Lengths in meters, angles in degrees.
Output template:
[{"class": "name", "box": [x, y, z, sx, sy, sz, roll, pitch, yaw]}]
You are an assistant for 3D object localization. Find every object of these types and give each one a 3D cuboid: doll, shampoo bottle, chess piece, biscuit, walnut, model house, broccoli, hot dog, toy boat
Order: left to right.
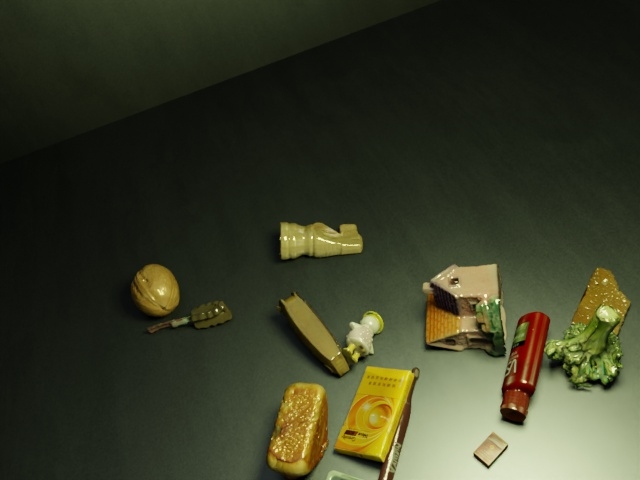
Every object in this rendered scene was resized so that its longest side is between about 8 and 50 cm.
[{"class": "walnut", "box": [-0.584, 0.178, 2.168, 0.165, 0.165, 0.197, -25, 44, -7]}, {"class": "hot dog", "box": [-0.056, 0.534, 1.699, 0.150, 0.153, 0.257, 6, 53, 15]}, {"class": "toy boat", "box": [-0.021, 0.295, 1.929, 0.089, 0.121, 0.321, -34, 63, -16]}, {"class": "chess piece", "box": [0.000, 0.000, 2.204, 0.300, 0.137, 0.137, 0, 48, -1]}, {"class": "doll", "box": [0.134, 0.291, 1.896, 0.081, 0.129, 0.207, -17, 23, 40]}, {"class": "model house", "box": [0.420, 0.208, 1.811, 0.237, 0.237, 0.202, -3, 55, 19]}, {"class": "shampoo bottle", "box": [0.569, 0.349, 1.719, 0.076, 0.118, 0.314, 32, 56, -7]}, {"class": "broccoli", "box": [0.701, 0.264, 1.649, 0.198, 0.275, 0.177, -6, 49, 24]}, {"class": "biscuit", "box": [0.854, 0.188, 1.842, 0.131, 0.026, 0.237, 21, 56, 28]}]

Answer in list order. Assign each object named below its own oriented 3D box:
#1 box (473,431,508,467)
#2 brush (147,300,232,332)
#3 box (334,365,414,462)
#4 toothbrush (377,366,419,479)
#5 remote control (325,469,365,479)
[{"class": "box", "box": [0.451, 0.554, 1.625, 0.082, 0.023, 0.051, -39, 51, -19]}, {"class": "brush", "box": [-0.453, 0.270, 2.106, 0.300, 0.084, 0.071, -15, 47, 10]}, {"class": "box", "box": [0.156, 0.484, 1.736, 0.152, 0.043, 0.269, -3, 46, 38]}, {"class": "toothbrush", "box": [0.224, 0.513, 1.715, 0.040, 0.041, 0.364, 7, 52, 22]}, {"class": "remote control", "box": [0.135, 0.695, 1.563, 0.296, 0.056, 0.140, 10, 57, 24]}]
